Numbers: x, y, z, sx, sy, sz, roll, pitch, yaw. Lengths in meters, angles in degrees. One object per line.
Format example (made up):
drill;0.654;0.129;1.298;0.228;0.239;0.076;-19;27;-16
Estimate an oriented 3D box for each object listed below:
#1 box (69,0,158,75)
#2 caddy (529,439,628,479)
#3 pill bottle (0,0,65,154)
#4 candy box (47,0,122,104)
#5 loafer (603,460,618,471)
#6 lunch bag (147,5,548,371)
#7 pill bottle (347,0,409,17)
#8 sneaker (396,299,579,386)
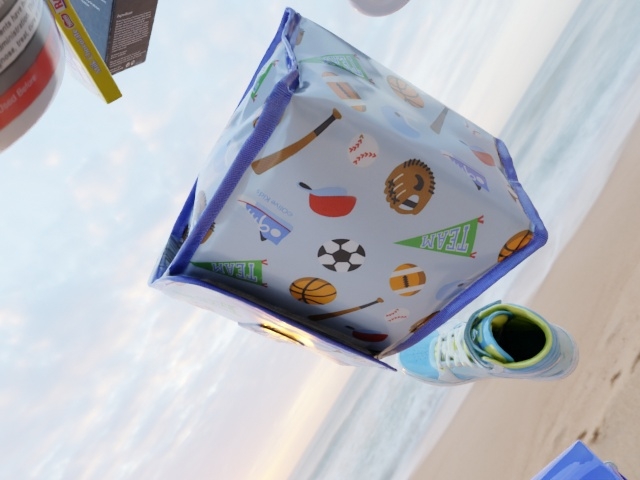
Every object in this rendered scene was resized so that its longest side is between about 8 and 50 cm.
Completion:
box;-0.317;-0.343;0.680;0.093;0.156;0.158;-50;-2;-45
caddy;0.385;0.423;0.598;0.179;0.241;0.341;-48;31;4
pill bottle;-0.272;-0.198;0.187;0.210;0.210;0.362;-52;-18;-29
candy box;-0.295;-0.252;0.532;0.027;0.105;0.205;-40;-33;-18
loafer;0.632;0.552;1.149;0.125;0.045;0.039;-31;-26;14
lunch bag;0.000;0.000;0.601;0.385;0.328;0.238;-48;26;36
pill bottle;0.069;-0.424;0.714;0.112;0.112;0.186;108;156;-51
sneaker;0.248;0.173;0.831;0.208;0.319;0.127;33;-129;-50
